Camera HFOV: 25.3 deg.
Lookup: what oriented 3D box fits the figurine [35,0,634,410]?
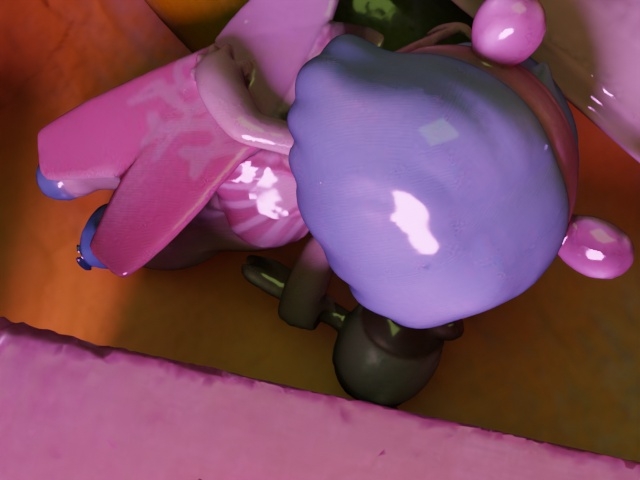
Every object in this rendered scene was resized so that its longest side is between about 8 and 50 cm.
[{"bbox_3d":[-0.009,0.000,0.558,0.260,0.103,0.205,-4,112,39],"label":"figurine"}]

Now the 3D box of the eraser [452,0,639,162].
[{"bbox_3d":[0.131,-0.159,0.546,0.397,0.082,0.213,40,99,-9],"label":"eraser"}]

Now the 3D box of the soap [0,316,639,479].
[{"bbox_3d":[0.028,0.178,0.530,0.360,0.128,0.233,11,77,8],"label":"soap"}]

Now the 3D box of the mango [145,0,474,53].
[{"bbox_3d":[-0.012,-0.145,0.633,0.156,0.114,0.251,-34,84,-2],"label":"mango"}]
